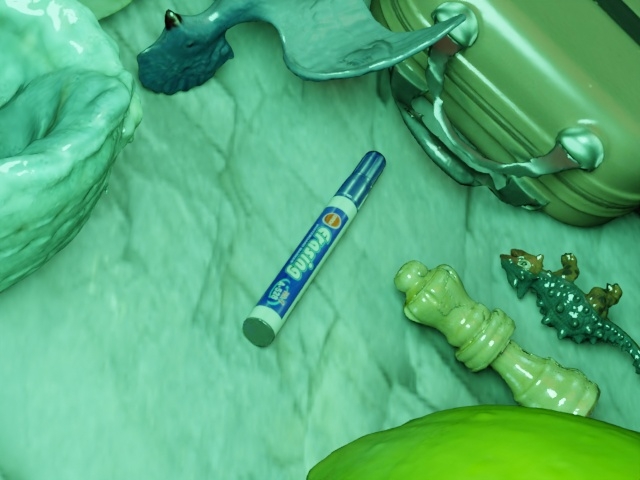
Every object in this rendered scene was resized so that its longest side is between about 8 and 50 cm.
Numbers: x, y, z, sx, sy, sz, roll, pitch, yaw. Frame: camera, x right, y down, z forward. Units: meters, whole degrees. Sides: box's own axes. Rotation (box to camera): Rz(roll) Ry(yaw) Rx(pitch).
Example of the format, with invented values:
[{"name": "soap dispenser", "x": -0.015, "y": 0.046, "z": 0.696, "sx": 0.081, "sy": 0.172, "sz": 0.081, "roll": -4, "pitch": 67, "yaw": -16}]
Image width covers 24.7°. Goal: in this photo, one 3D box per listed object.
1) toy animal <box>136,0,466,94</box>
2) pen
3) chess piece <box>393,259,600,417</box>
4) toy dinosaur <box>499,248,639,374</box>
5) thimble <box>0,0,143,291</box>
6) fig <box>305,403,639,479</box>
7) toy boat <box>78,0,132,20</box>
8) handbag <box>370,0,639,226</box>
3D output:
[{"name": "toy animal", "x": -0.022, "y": -0.202, "z": 1.077, "sx": 0.255, "sy": 0.176, "sz": 0.239, "roll": -19, "pitch": 62, "yaw": -36}, {"name": "pen", "x": 0.000, "y": 0.000, "z": 1.063, "sx": 0.025, "sy": 0.025, "sz": 0.204, "roll": 39, "pitch": 49, "yaw": -6}, {"name": "chess piece", "x": 0.125, "y": 0.076, "z": 1.077, "sx": 0.172, "sy": 0.060, "sz": 0.060, "roll": 41, "pitch": 49, "yaw": -4}, {"name": "toy dinosaur", "x": 0.203, "y": 0.054, "z": 1.140, "sx": 0.154, "sy": 0.049, "sz": 0.055, "roll": 38, "pitch": 47, "yaw": 1}, {"name": "thimble", "x": -0.231, "y": -0.071, "z": 0.867, "sx": 0.250, "sy": 0.172, "sz": 0.205, "roll": 3, "pitch": 59, "yaw": -29}, {"name": "fig", "x": 0.120, "y": 0.241, "z": 0.801, "sx": 0.343, "sy": 0.343, "sz": 0.343, "roll": 15, "pitch": 55, "yaw": -24}, {"name": "toy boat", "x": -0.201, "y": -0.316, "z": 1.093, "sx": 0.293, "sy": 0.111, "sz": 0.276, "roll": 53, "pitch": 47, "yaw": -10}, {"name": "handbag", "x": 0.177, "y": -0.145, "z": 1.180, "sx": 0.302, "sy": 0.149, "sz": 0.283, "roll": 46, "pitch": 58, "yaw": -2}]
